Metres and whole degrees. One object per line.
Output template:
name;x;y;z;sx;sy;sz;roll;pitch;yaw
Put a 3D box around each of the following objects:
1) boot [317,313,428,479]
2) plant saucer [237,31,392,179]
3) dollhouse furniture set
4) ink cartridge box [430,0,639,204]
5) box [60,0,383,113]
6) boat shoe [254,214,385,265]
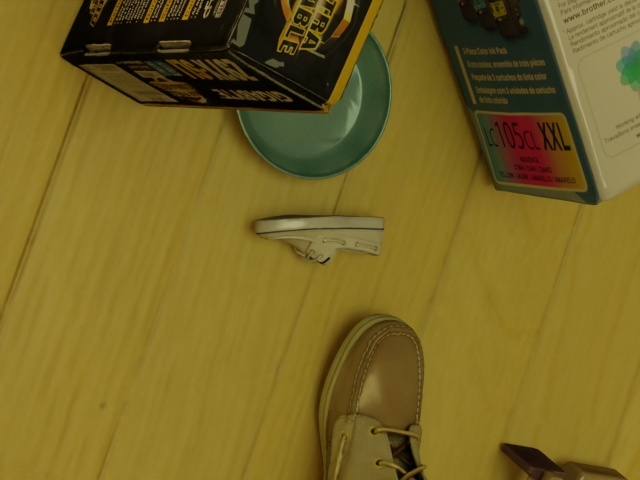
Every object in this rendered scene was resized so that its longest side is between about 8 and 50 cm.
boot;0.060;0.164;1.037;0.077;0.165;0.213;10;92;-29
plant saucer;-0.008;-0.101;1.058;0.119;0.021;0.119;-3;97;-27
dollhouse furniture set;0.189;0.216;1.165;0.114;0.091;0.081;13;104;-31
ink cartridge box;0.198;-0.260;1.076;0.270;0.151;0.395;-27;108;-23
box;-0.017;-0.235;0.909;0.079;0.257;0.322;27;82;-26
boat shoe;0.000;0.000;1.066;0.100;0.035;0.035;0;92;-34
